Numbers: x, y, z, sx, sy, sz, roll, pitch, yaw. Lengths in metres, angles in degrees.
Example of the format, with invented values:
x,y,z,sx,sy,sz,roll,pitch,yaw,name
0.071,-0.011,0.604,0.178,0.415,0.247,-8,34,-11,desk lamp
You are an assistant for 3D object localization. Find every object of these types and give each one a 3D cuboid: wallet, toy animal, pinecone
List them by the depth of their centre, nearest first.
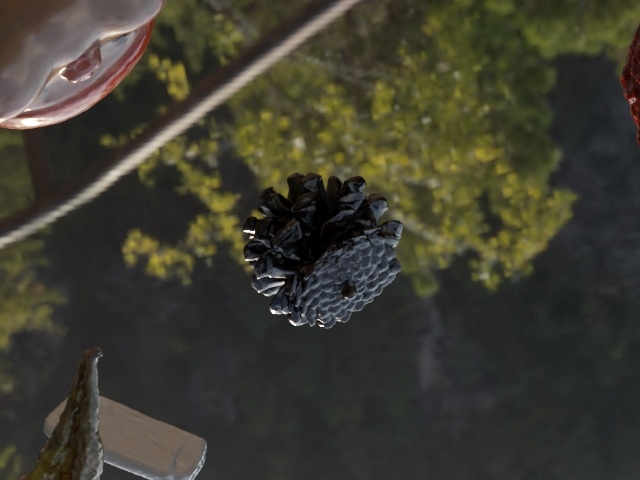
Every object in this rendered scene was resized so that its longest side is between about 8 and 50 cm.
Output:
x,y,z,sx,sy,sz,roll,pitch,yaw,name
-0.181,-0.154,0.749,0.171,0.171,0.197,-17,135,17,toy animal
-0.001,0.001,1.101,0.140,0.121,0.140,-29,142,-25,pinecone
-0.225,0.230,1.531,0.183,0.031,0.124,21,-163,5,wallet

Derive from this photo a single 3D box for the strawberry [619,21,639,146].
x,y,z,sx,sy,sz,roll,pitch,yaw,name
0.377,-0.118,1.122,0.250,0.288,0.238,24,144,-29,strawberry

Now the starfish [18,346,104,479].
x,y,z,sx,sy,sz,roll,pitch,yaw,name
-0.283,0.181,0.690,0.398,0.384,0.132,-41,173,-41,starfish
